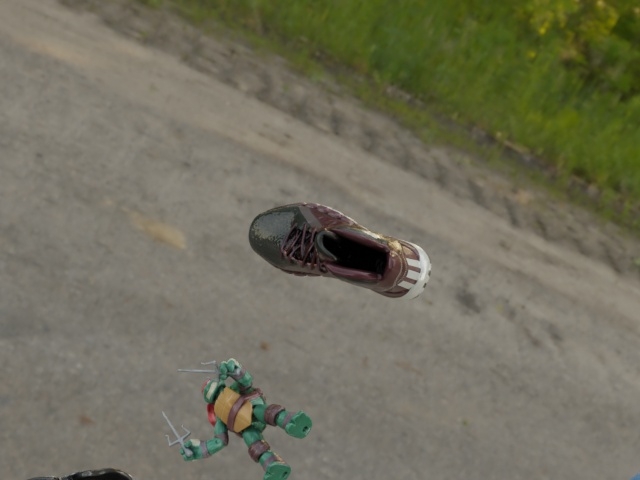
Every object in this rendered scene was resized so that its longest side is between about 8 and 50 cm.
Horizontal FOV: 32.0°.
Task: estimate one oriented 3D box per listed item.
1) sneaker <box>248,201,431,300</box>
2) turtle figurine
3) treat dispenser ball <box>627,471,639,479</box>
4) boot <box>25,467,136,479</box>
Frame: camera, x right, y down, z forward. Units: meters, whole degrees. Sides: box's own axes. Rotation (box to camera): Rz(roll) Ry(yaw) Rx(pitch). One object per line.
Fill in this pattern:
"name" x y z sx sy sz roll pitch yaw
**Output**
"sneaker" 0.000 0.000 1.500 0.281 0.107 0.162 13 -3 27
"turtle figurine" -0.125 0.251 1.634 0.234 0.175 0.118 26 22 36
"treat dispenser ball" 0.523 0.444 1.537 0.288 0.288 0.288 23 24 -11
"boot" -0.315 0.361 1.493 0.338 0.222 0.118 -7 72 -55
